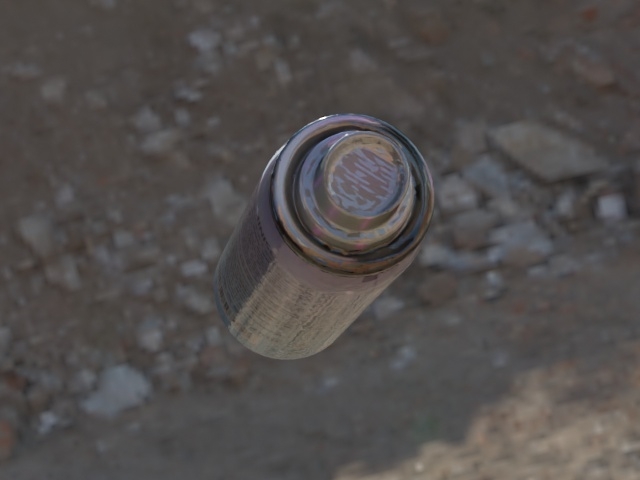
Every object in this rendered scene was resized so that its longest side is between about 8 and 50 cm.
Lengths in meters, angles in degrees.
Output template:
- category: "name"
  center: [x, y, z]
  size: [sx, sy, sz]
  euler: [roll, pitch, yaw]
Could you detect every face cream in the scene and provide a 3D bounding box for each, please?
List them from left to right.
- category: "face cream"
  center: [0.000, 0.000, 0.835]
  size: [0.075, 0.075, 0.229]
  euler: [-17, -9, -13]
